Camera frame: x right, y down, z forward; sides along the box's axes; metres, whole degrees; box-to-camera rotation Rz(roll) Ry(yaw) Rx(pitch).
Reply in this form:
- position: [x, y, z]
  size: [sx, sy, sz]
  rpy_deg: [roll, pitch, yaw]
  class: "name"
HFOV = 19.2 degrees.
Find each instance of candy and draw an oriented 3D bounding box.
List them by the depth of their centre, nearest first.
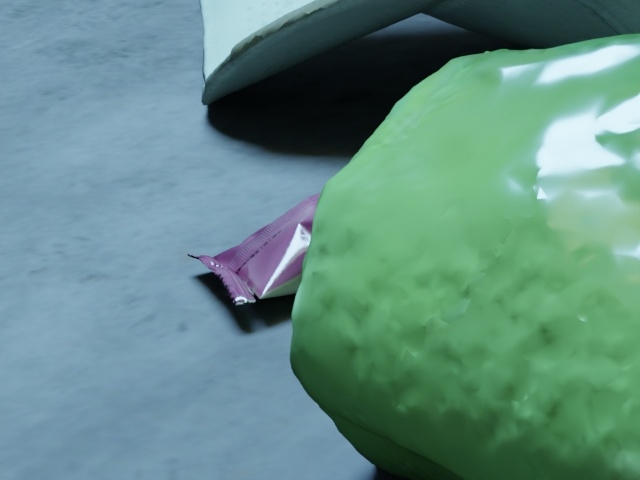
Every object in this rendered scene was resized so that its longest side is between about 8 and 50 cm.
- position: [0.151, 0.032, 0.432]
  size: [0.344, 0.132, 0.142]
  rpy_deg: [11, 70, 38]
  class: "candy"

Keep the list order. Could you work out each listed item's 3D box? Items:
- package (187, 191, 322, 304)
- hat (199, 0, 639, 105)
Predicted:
- position: [0.000, 0.000, 0.653]
  size: [0.083, 0.029, 0.059]
  rpy_deg: [-20, 22, -12]
  class: "package"
- position: [0.085, -0.127, 0.833]
  size: [0.301, 0.168, 0.257]
  rpy_deg: [-24, 35, 17]
  class: "hat"
